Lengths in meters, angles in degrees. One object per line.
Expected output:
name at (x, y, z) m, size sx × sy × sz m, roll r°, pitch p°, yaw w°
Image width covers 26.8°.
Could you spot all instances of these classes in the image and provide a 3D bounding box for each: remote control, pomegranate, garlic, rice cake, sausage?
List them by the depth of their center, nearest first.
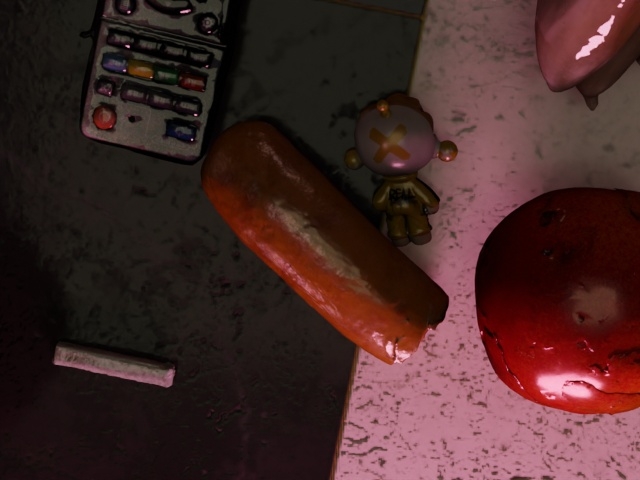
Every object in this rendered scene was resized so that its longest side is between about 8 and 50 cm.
garlic at (0.298, -0.252, 1.114) m, size 0.279 × 0.325 × 0.132 m, roll -25°, pitch 74°, yaw -23°
pomegranate at (0.247, 0.054, 1.196) m, size 0.235 × 0.210 × 0.210 m, roll 16°, pitch 103°, yaw -40°
remote control at (-0.128, -0.275, 1.229) m, size 0.144 × 0.062 × 0.399 m, roll 14°, pitch 101°, yaw 2°
sausage at (-0.002, 0.001, 1.247) m, size 0.270 × 0.109 × 0.109 m, roll 44°, pitch 99°, yaw -1°
rice cake at (-0.202, 0.121, 1.317) m, size 0.121 × 0.021 × 0.022 m, roll 11°, pitch 104°, yaw 4°

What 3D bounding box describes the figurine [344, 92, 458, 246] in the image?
figurine at (0.069, -0.065, 1.253) m, size 0.101 × 0.068 × 0.143 m, roll 18°, pitch 116°, yaw 7°
